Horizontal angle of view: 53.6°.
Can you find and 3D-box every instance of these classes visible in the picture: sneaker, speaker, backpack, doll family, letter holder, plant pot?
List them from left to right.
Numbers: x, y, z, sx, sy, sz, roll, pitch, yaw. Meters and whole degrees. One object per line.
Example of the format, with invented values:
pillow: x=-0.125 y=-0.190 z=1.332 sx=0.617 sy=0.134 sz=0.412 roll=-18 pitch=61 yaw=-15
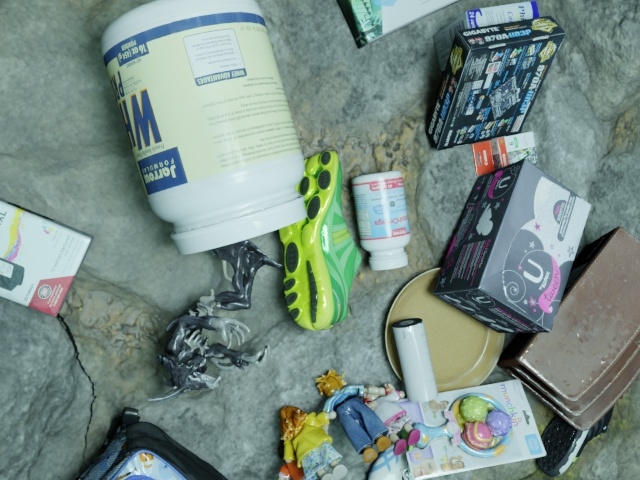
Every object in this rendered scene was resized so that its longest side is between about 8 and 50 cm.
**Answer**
backpack: x=-0.271 y=0.440 z=0.929 sx=0.263 sy=0.213 sz=0.276 roll=-45 pitch=106 yaw=1
sneaker: x=0.000 y=0.000 z=1.048 sx=0.123 sy=0.109 sz=0.296 roll=16 pitch=73 yaw=-56
doll family: x=0.026 y=0.298 z=1.033 sx=0.262 sy=0.163 sz=0.118 roll=-31 pitch=132 yaw=-13
speaker: x=0.162 y=0.205 z=1.082 sx=0.055 sy=0.055 sz=0.136 roll=-15 pitch=96 yaw=-15
sneaker: x=0.184 y=0.382 z=1.113 sx=0.237 sy=0.086 sz=0.085 roll=-32 pitch=102 yaw=-11
plant pot: x=0.221 y=0.165 z=1.143 sx=0.236 sy=0.032 sz=0.237 roll=-1 pitch=92 yaw=-17
sneaker: x=0.507 y=0.356 z=1.206 sx=0.097 sy=0.084 sz=0.235 roll=36 pitch=82 yaw=-16
letter holder: x=0.502 y=0.168 z=1.126 sx=0.214 sy=0.152 sz=0.302 roll=40 pitch=81 yaw=10

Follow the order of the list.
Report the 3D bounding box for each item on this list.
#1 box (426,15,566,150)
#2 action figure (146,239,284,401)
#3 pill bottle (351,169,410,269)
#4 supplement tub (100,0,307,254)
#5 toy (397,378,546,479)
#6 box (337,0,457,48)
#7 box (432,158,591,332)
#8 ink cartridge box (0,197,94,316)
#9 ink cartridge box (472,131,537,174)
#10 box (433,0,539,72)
box: x=0.285 y=-0.256 z=1.059 sx=0.175 sy=0.220 sz=0.051 roll=-14 pitch=56 yaw=-15
action figure: x=-0.151 y=0.136 z=0.969 sx=0.140 sy=0.164 sz=0.276 roll=21 pitch=76 yaw=17
pill bottle: x=0.105 y=-0.034 z=1.073 sx=0.087 sy=0.087 sz=0.160 roll=-11 pitch=95 yaw=-16
supplement tub: x=-0.157 y=-0.162 z=0.915 sx=0.235 sy=0.235 sz=0.325 roll=-18 pitch=96 yaw=-15
toy: x=0.256 y=0.313 z=1.076 sx=0.237 sy=0.056 sz=0.137 roll=-9 pitch=61 yaw=-6
box: x=0.100 y=-0.522 z=1.070 sx=0.232 sy=0.058 sz=0.322 roll=-29 pitch=99 yaw=-13
box: x=0.332 y=0.016 z=1.090 sx=0.163 sy=0.142 sz=0.247 roll=30 pitch=73 yaw=-15
ink cartridge box: x=-0.442 y=0.019 z=0.924 sx=0.175 sy=0.072 sz=0.128 roll=24 pitch=86 yaw=-16
ink cartridge box: x=0.340 y=-0.160 z=1.167 sx=0.115 sy=0.029 sz=0.063 roll=-12 pitch=96 yaw=-16
box: x=0.287 y=-0.348 z=1.094 sx=0.137 sy=0.126 sz=0.072 roll=-14 pitch=93 yaw=-15
